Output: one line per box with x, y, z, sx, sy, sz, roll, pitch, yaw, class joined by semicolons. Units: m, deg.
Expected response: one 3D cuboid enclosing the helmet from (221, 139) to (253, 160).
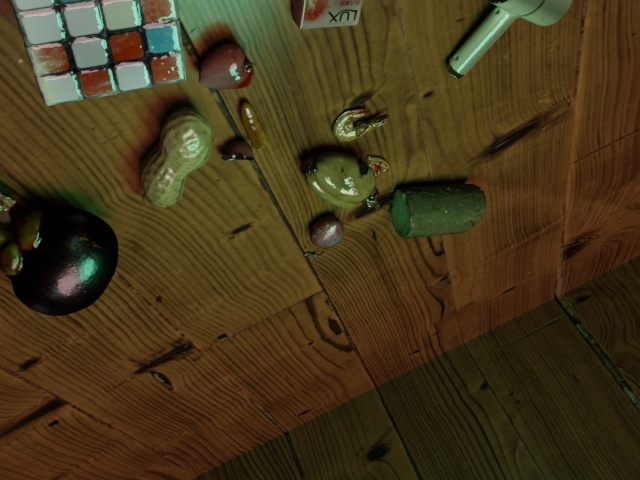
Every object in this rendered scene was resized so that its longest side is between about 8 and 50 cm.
-0.210;-0.230;1.643;0.084;0.049;0.065;2;177;4;helmet

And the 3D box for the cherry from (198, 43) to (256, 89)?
-0.204;-0.383;1.424;0.126;0.087;0.106;1;147;-6;cherry

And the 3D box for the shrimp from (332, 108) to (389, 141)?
0.106;-0.323;1.744;0.162;0.045;0.095;-23;124;3;shrimp

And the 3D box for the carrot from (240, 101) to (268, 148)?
-0.171;-0.288;1.601;0.048;0.048;0.139;-25;142;-2;carrot

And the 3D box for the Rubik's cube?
-0.389;-0.421;1.109;0.253;0.259;0.256;-16;144;-17;Rubik's cube

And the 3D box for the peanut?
-0.347;-0.189;1.551;0.136;0.120;0.298;12;132;-35;peanut

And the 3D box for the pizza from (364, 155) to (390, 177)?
0.171;-0.211;1.923;0.099;0.029;0.100;-8;141;-26;pizza

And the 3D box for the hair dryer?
0.435;-0.534;1.625;0.203;0.128;0.362;5;142;-38;hair dryer

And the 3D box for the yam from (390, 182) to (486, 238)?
0.373;-0.097;2.081;0.304;0.168;0.168;-5;139;-26;yam

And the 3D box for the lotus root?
0.060;-0.174;1.809;0.256;0.140;0.154;22;137;-35;lotus root

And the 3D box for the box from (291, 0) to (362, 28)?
0.017;-0.524;1.409;0.156;0.060;0.111;-11;143;-19;box

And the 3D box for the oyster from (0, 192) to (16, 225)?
-0.863;-0.032;1.417;0.351;0.115;0.238;-15;146;-43;oyster

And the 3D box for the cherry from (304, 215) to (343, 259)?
0.000;0.000;2.039;0.107;0.090;0.225;-12;152;-39;cherry

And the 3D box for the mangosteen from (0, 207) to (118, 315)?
-0.643;0.038;1.539;0.302;0.275;0.275;28;119;-35;mangosteen
